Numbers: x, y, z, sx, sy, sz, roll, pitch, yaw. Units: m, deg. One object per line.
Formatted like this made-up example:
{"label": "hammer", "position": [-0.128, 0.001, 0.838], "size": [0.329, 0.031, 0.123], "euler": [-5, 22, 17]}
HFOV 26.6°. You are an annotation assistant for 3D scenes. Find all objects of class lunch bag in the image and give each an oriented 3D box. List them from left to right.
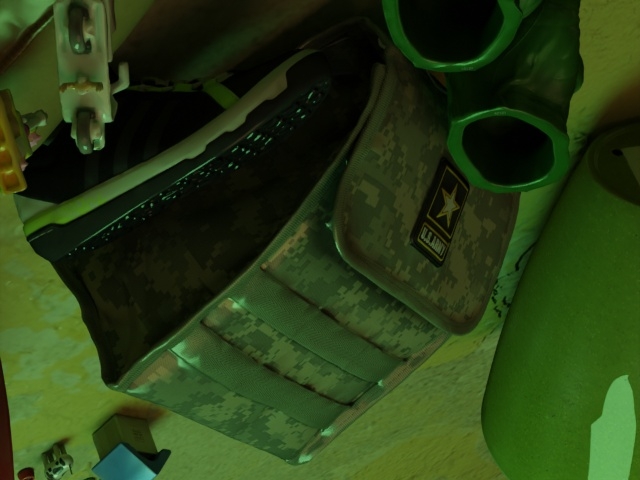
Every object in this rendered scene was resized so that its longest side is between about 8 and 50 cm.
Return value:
{"label": "lunch bag", "position": [0.000, 0.000, 0.952], "size": [0.287, 0.169, 0.235], "euler": [-41, 144, 10]}

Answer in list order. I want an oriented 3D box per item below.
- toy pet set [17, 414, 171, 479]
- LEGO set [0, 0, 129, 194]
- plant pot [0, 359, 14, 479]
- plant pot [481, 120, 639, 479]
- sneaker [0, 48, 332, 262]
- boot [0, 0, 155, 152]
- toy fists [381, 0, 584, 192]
{"label": "toy pet set", "position": [-0.185, 0.214, 1.209], "size": [0.114, 0.065, 0.122], "euler": [-42, 144, 23]}
{"label": "LEGO set", "position": [-0.239, -0.080, 0.675], "size": [0.286, 0.107, 0.132], "euler": [8, 103, -1]}
{"label": "plant pot", "position": [-0.307, 0.152, 0.934], "size": [0.174, 0.191, 0.191], "euler": [-4, 142, -17]}
{"label": "plant pot", "position": [0.283, 0.054, 1.168], "size": [0.274, 0.275, 0.294], "euler": [-15, 129, -17]}
{"label": "sneaker", "position": [-0.107, -0.072, 0.828], "size": [0.234, 0.097, 0.084], "euler": [-29, 176, 18]}
{"label": "boot", "position": [-0.159, -0.162, 0.687], "size": [0.269, 0.089, 0.236], "euler": [-38, 139, 24]}
{"label": "toy fists", "position": [0.107, -0.151, 0.823], "size": [0.096, 0.142, 0.279], "euler": [-8, 151, 19]}
